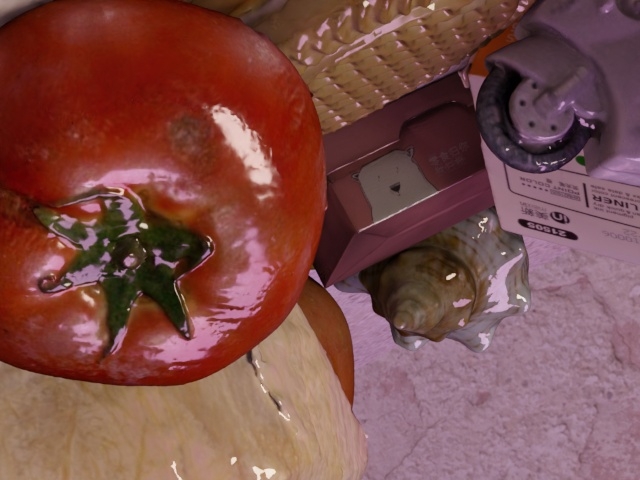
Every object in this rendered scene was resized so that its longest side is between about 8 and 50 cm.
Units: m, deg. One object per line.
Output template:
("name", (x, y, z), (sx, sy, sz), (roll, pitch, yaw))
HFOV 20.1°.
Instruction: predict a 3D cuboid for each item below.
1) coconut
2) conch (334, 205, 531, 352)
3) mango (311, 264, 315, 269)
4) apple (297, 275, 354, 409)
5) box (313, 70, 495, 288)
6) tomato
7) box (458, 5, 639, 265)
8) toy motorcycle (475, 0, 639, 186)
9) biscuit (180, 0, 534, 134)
("coconut", (-0.153, 0.174, 1.291), (0.404, 0.404, 0.404), (-27, 170, -5))
("conch", (0.114, 0.027, 1.779), (0.203, 0.169, 0.386), (7, -174, 12))
("mango", (0.000, 0.000, 1.716), (0.073, 0.056, 0.108), (-22, 173, -2))
("apple", (-0.080, 0.136, 1.632), (0.253, 0.253, 0.253), (-27, 170, -5))
("box", (0.082, -0.058, 1.553), (0.215, 0.086, 0.215), (-25, 170, -14))
("tomato", (-0.095, -0.009, 0.905), (0.225, 0.225, 0.085), (-28, -151, -2))
("box", (0.256, -0.065, 1.322), (0.091, 0.274, 0.221), (-64, 153, -25))
("toy motorcycle", (0.224, -0.108, 1.121), (0.260, 0.171, 0.110), (6, 169, -11))
("biscuit", (0.014, -0.123, 1.037), (0.259, 0.079, 0.259), (-27, 170, -5))
